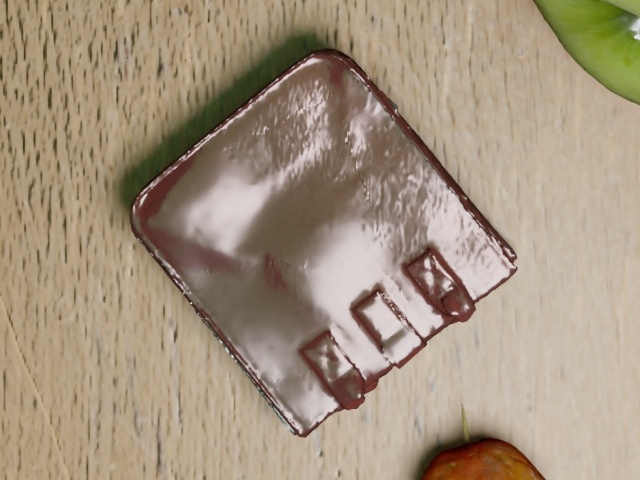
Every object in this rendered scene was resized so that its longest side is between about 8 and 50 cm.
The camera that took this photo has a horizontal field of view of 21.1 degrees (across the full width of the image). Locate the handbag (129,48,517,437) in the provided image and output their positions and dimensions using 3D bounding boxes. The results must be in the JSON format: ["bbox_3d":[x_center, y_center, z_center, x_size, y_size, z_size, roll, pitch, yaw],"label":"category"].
[{"bbox_3d":[0.000,0.000,1.531,0.260,0.084,0.275,-41,93,3],"label":"handbag"}]

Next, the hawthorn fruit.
[{"bbox_3d":[0.143,0.235,1.534,0.125,0.140,0.125,-11,128,-15],"label":"hawthorn fruit"}]

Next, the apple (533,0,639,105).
[{"bbox_3d":[0.330,-0.269,1.376,0.357,0.357,0.357,0,94,2],"label":"apple"}]
